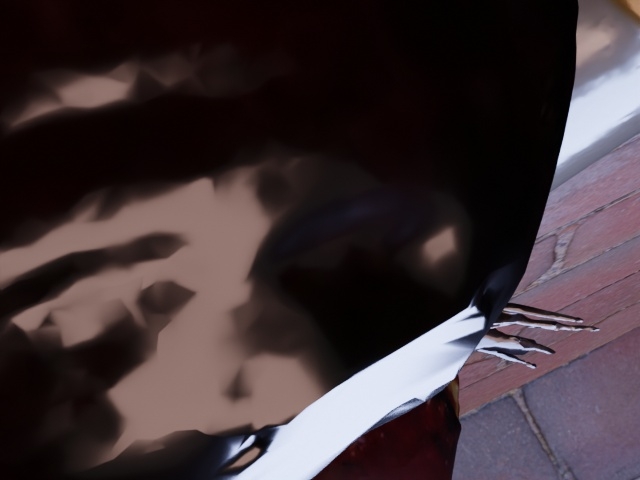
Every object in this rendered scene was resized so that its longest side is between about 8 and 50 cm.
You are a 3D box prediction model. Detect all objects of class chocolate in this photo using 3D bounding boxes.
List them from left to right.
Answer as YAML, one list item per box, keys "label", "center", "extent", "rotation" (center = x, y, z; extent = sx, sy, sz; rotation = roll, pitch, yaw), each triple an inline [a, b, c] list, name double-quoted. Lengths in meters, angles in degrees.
- label: "chocolate"
  center: [-0.097, -0.058, 0.594]
  extent: [0.384, 0.331, 0.383]
  rotation: [-36, 163, -12]

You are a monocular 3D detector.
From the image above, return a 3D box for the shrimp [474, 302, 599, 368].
- label: "shrimp"
  center: [-0.002, 0.007, 0.949]
  extent: [0.343, 0.145, 0.116]
  rotation: [17, 127, -31]

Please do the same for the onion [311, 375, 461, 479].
- label: "onion"
  center: [-0.151, 0.076, 1.100]
  extent: [0.398, 0.398, 0.420]
  rotation: [-34, 127, 21]

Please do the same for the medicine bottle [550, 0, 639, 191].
- label: "medicine bottle"
  center: [0.081, -0.146, 0.864]
  extent: [0.232, 0.238, 0.238]
  rotation: [-35, 163, 29]
